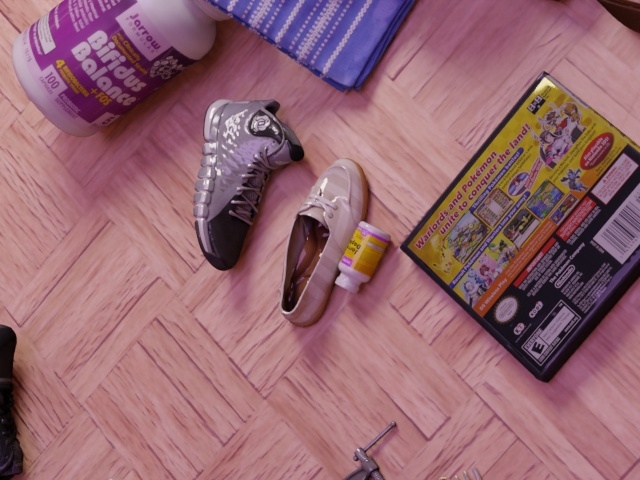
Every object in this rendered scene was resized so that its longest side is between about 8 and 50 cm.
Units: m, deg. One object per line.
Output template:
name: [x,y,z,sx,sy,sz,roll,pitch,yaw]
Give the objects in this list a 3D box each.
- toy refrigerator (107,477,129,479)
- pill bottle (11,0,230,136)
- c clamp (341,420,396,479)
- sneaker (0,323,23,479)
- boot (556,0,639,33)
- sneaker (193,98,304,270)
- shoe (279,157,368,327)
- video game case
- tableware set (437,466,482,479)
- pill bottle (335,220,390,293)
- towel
toy refrigerator: [-0.323,0.419,2.075,0.269,0.094,0.102,-37,63,16]
pill bottle: [-0.247,-0.281,2.160,0.301,0.169,0.169,-34,64,19]
c clamp: [0.071,0.316,1.923,0.137,0.022,0.161,-40,62,15]
sneaker: [-0.439,0.258,2.192,0.124,0.107,0.283,19,91,16]
boot: [0.369,-0.362,1.885,0.283,0.109,0.220,26,87,42]
sneaker: [-0.085,-0.078,2.072,0.132,0.086,0.229,-6,74,25]
shoe: [0.000,0.000,2.018,0.076,0.058,0.219,16,86,31]
video game case: [0.261,-0.018,1.893,0.248,0.035,0.275,44,101,29]
tableware set: [0.160,0.339,1.853,0.104,0.024,0.154,-25,67,7]
pill bottle: [0.050,0.022,1.994,0.043,0.043,0.083,27,92,31]
towel: [-0.032,-0.365,2.013,0.243,0.336,0.040,-57,15,5]
